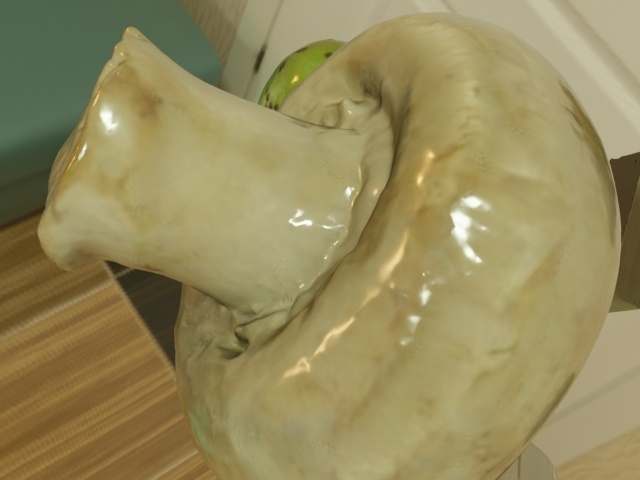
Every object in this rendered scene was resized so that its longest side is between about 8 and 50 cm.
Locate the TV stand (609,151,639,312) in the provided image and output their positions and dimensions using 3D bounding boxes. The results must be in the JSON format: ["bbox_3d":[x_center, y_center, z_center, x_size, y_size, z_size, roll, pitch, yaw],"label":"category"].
[{"bbox_3d":[0.512,-0.016,1.572,0.082,0.088,0.270,33,65,-22],"label":"TV stand"}]

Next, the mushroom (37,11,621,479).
[{"bbox_3d":[0.000,0.000,0.507,0.290,0.297,0.298,27,55,-27],"label":"mushroom"}]

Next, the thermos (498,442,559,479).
[{"bbox_3d":[0.142,0.252,0.704,0.193,0.105,0.137,-63,132,-71],"label":"thermos"}]

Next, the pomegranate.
[{"bbox_3d":[0.026,-0.128,1.265,0.230,0.231,0.286,11,61,-14],"label":"pomegranate"}]
